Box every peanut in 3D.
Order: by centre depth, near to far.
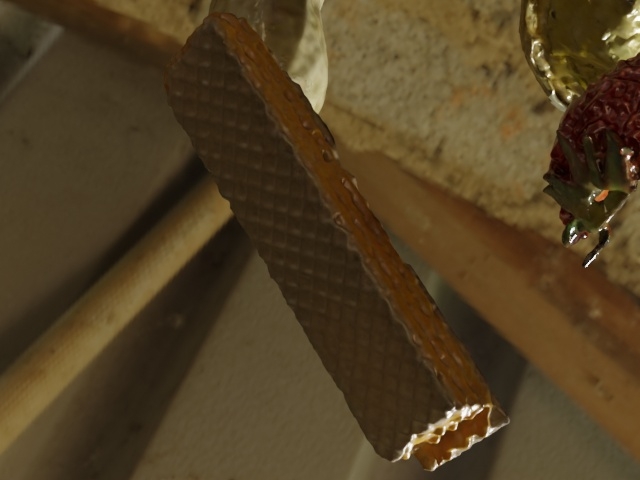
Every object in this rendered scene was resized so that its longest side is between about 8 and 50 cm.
[{"bbox_3d":[-0.043,-0.208,1.265,0.123,0.123,0.257,2,-107,-25],"label":"peanut"}]

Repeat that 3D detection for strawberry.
[{"bbox_3d":[0.244,-0.096,1.126,0.087,0.167,0.208,36,-127,10],"label":"strawberry"}]

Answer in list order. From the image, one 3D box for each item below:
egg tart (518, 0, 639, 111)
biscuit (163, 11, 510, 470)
[{"bbox_3d":[0.371,-0.228,1.405,0.345,0.345,0.132,12,-148,-16],"label":"egg tart"},{"bbox_3d":[0.000,0.000,1.082,0.054,0.094,0.379,-17,-108,-50],"label":"biscuit"}]
